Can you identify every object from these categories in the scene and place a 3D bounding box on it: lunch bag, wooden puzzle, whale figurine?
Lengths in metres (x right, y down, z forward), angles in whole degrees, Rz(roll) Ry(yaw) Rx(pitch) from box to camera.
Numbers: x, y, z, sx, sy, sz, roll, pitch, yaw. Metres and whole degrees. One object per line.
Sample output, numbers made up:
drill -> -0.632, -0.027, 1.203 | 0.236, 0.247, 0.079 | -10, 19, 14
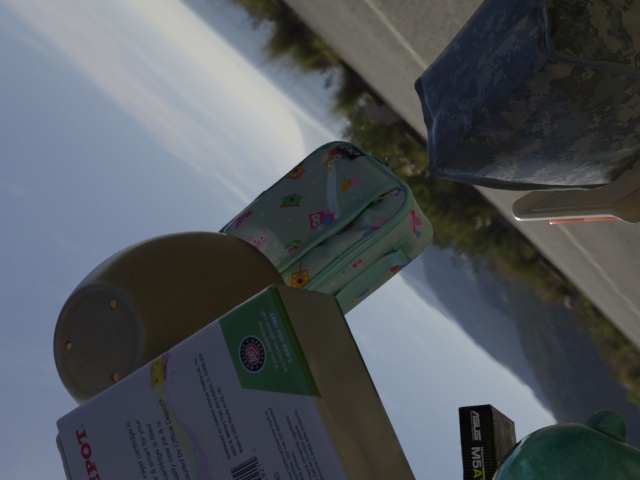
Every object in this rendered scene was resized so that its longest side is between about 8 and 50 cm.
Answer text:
lunch bag -> 0.292, -0.169, 1.004 | 0.287, 0.235, 0.169 | 9, -121, -23
lunch bag -> 0.000, 0.000, 1.175 | 0.108, 0.279, 0.224 | 54, 174, -39
wooden puzzle -> 0.432, -0.075, 1.294 | 0.238, 0.221, 0.044 | 8, 123, 62
whale figurine -> 0.305, 0.263, 0.865 | 0.141, 0.272, 0.216 | 101, 171, -61

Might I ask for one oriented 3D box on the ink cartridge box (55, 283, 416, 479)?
ink cartridge box -> -0.083, 0.196, 0.803 | 0.117, 0.278, 0.201 | 15, -133, -59

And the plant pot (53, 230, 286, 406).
plant pot -> -0.195, 0.119, 1.036 | 0.284, 0.284, 0.191 | 45, -164, 27

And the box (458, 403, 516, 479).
box -> 0.205, 0.296, 1.043 | 0.190, 0.045, 0.184 | 41, -138, -62
